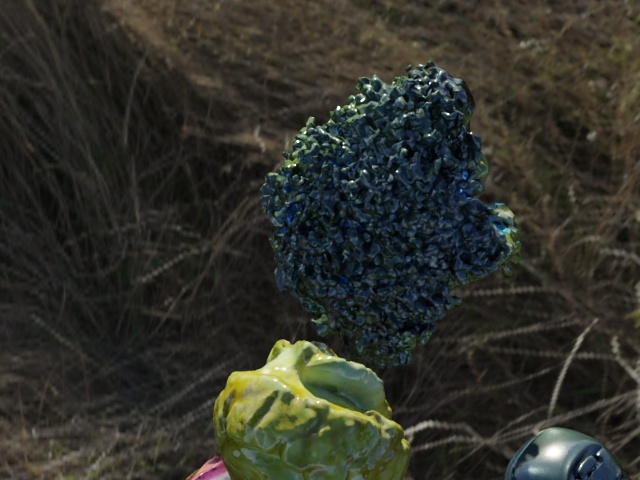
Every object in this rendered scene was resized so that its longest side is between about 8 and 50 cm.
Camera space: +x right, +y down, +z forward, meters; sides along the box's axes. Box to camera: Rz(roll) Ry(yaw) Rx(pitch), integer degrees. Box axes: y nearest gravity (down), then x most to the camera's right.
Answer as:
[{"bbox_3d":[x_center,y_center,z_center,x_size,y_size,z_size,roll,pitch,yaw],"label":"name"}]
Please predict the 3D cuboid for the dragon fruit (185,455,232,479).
[{"bbox_3d":[-0.101,0.418,1.664,0.290,0.189,0.291,12,58,-19],"label":"dragon fruit"}]

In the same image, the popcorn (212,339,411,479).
[{"bbox_3d":[-0.007,0.200,1.296,0.204,0.221,0.184,35,79,7],"label":"popcorn"}]

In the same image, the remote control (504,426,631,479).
[{"bbox_3d":[0.164,0.190,0.628,0.072,0.042,0.222,-36,94,-41],"label":"remote control"}]

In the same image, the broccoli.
[{"bbox_3d":[0.047,-0.017,0.733,0.160,0.154,0.167,-41,113,-51],"label":"broccoli"}]
